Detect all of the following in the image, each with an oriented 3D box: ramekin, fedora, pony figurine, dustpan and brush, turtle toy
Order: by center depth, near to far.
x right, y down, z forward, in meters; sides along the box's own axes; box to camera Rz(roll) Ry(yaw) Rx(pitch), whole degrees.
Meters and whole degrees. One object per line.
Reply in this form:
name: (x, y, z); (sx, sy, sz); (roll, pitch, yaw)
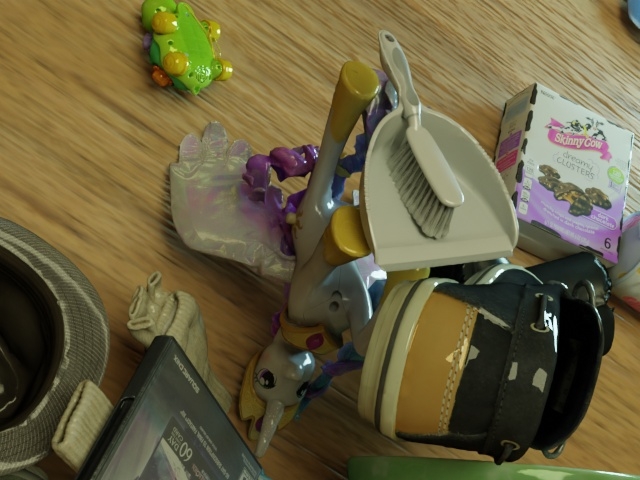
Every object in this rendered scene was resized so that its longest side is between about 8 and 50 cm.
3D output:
dustpan and brush: (0.081, -0.083, 0.982); (0.147, 0.060, 0.211); (-6, 58, -29)
fedora: (-0.341, 0.097, 1.044); (0.275, 0.124, 0.244); (21, 63, -16)
ramekin: (0.172, 0.300, 1.145); (0.303, 0.303, 0.148); (10, 76, -24)
pony figurine: (0.000, 0.000, 1.167); (0.303, 0.363, 0.351); (15, 50, -14)
turtle toy: (-0.159, -0.218, 1.284); (0.095, 0.066, 0.130); (0, 68, -52)

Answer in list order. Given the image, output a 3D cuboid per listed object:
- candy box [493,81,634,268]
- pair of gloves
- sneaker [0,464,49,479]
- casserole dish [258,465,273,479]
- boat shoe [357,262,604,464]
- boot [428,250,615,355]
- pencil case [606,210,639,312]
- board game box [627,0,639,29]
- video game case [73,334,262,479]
candy box: (0.304, -0.077, 1.472); (0.165, 0.070, 0.196); (23, 64, -19)
pair of gloves: (-0.147, 0.164, 1.077); (0.240, 0.042, 0.204); (-66, 145, -47)
sneaker: (-0.219, 0.296, 1.039); (0.271, 0.108, 0.100); (41, 75, -8)
casserole dish: (-0.098, 0.299, 1.153); (0.114, 0.037, 0.188); (29, 61, -16)
boat shoe: (0.181, 0.117, 1.077); (0.156, 0.500, 0.187); (13, 91, 20)
boot: (0.237, 0.040, 1.380); (0.207, 0.094, 0.246); (-13, 86, -27)
pencil case: (0.484, 0.071, 1.484); (0.273, 0.124, 0.113); (30, 62, -14)
board game box: (0.510, -0.315, 1.688); (0.169, 0.033, 0.133); (46, 63, 0)
video game case: (-0.148, 0.248, 1.002); (0.196, 0.026, 0.274); (62, 37, -35)
